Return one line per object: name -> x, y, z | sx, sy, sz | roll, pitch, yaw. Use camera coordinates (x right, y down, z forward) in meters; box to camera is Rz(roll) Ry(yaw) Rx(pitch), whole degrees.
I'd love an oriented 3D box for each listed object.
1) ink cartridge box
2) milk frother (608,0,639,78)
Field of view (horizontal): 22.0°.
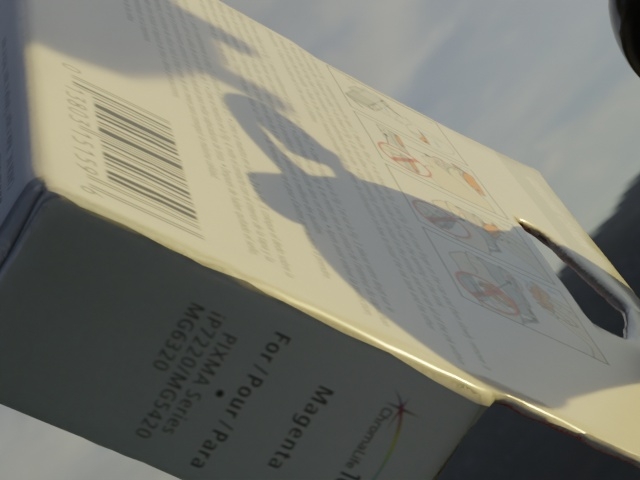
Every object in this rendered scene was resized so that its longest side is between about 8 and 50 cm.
ink cartridge box -> 0.000, 0.000, 0.518 | 0.060, 0.239, 0.275 | -57, 23, 16
milk frother -> 0.169, -0.102, 0.561 | 0.134, 0.129, 0.143 | -61, 2, 30
